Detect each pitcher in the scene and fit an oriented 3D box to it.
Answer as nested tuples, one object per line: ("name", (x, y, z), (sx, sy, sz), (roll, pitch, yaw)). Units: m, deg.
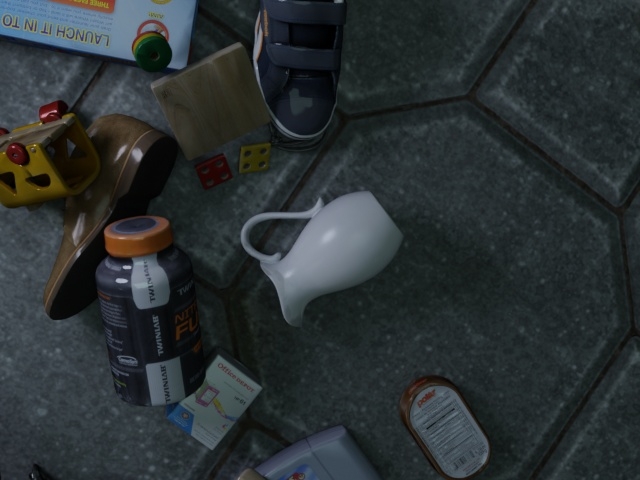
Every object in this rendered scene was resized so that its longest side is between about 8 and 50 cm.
("pitcher", (0.000, 0.000, 1.083), (0.207, 0.125, 0.178), (-36, 86, 6))

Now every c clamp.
("c clamp", (-0.061, -0.203, 1.091), (0.137, 0.022, 0.161), (-21, 99, -13))

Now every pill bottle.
("pill bottle", (-0.234, 0.092, 1.009), (0.130, 0.130, 0.246), (-7, 112, -10))

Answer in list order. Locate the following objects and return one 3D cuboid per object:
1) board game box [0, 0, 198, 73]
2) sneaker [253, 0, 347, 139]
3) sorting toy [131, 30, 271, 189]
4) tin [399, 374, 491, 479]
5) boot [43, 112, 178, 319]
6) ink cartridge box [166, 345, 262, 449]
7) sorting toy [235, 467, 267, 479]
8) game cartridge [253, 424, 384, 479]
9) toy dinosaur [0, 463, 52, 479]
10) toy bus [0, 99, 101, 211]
("board game box", (-0.306, -0.401, 0.985), (0.308, 0.086, 0.302), (10, 95, -12))
("sneaker", (-0.027, -0.303, 1.020), (0.126, 0.127, 0.321), (-5, 95, -15))
("sorting toy", (-0.149, -0.189, 1.009), (0.132, 0.046, 0.274), (-27, 139, -6))
("tin", (0.205, 0.306, 1.193), (0.106, 0.040, 0.190), (-36, 102, -9))
("boot", (-0.320, -0.034, 1.037), (0.115, 0.112, 0.305), (30, 95, 17))
("ink cartridge box", (-0.159, 0.235, 1.105), (0.088, 0.052, 0.122), (39, 87, -12))
("sorting toy", (-0.112, 0.473, 1.102), (0.193, 0.038, 0.208), (44, 83, -12))
("game cartridge", (-0.041, 0.436, 1.153), (0.297, 0.062, 0.198), (-36, 106, -5))
("toy dinosaur", (-0.423, 0.383, 0.975), (0.164, 0.218, 0.322), (11, 79, -5))
("toy bus", (-0.395, -0.093, 0.975), (0.191, 0.202, 0.104), (-31, 119, -14))
